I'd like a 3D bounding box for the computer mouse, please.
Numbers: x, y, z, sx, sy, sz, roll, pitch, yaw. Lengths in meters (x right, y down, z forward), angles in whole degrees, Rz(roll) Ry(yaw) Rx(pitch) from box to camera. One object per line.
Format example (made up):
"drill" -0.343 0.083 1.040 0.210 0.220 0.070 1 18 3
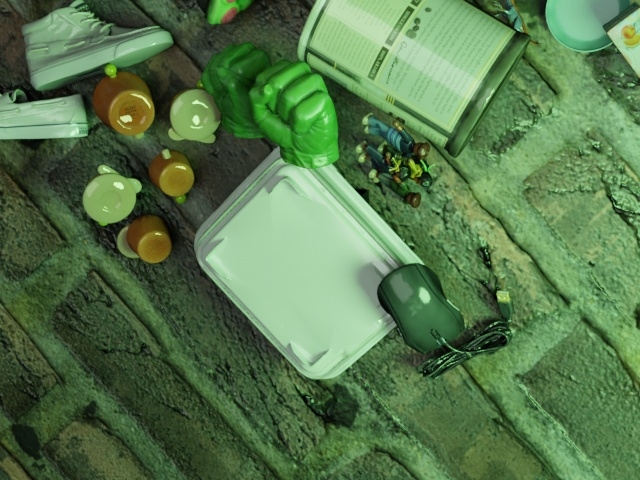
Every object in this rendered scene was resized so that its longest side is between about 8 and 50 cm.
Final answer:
"computer mouse" 0.204 0.118 1.479 0.184 0.060 0.262 -26 132 4

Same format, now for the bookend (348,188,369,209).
"bookend" 0.000 0.000 1.580 0.156 0.072 0.157 0 104 17

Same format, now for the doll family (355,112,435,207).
"doll family" 0.121 -0.117 1.470 0.111 0.193 0.076 37 87 29

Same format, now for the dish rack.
"dish rack" -0.026 0.044 1.525 0.333 0.072 0.285 46 111 0

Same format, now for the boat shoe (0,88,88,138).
"boat shoe" -0.524 -0.218 1.674 0.258 0.095 0.084 0 99 5

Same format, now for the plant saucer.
"plant saucer" 0.389 -0.335 1.417 0.119 0.021 0.119 4 104 15

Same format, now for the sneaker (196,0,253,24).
"sneaker" -0.152 -0.533 1.383 0.202 0.185 0.483 30 143 25

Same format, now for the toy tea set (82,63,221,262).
"toy tea set" -0.301 -0.128 1.625 0.200 0.124 0.336 11 108 -27

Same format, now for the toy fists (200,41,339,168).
"toy fists" -0.081 -0.210 1.467 0.279 0.096 0.142 30 138 44

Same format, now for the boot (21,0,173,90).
"boot" -0.374 -0.339 1.595 0.258 0.095 0.123 -14 92 13

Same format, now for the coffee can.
"coffee can" 0.133 -0.276 1.407 0.275 0.201 0.202 33 109 6

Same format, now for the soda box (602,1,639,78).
"soda box" 0.478 -0.245 1.379 0.058 0.063 0.183 -36 101 20

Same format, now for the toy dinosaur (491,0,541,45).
"toy dinosaur" 0.283 -0.335 1.450 0.090 0.047 0.082 4 93 -22
